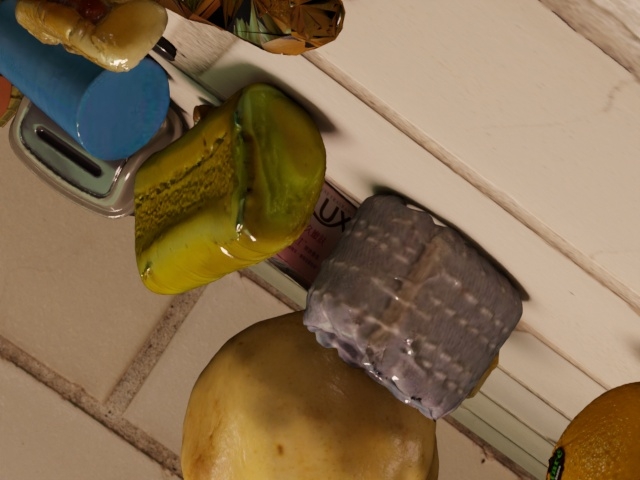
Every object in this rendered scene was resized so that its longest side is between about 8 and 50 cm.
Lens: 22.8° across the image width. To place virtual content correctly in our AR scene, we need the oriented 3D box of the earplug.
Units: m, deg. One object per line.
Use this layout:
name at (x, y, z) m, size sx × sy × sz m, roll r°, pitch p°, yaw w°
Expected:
earplug at (-0.316, -0.214, 1.926) m, size 0.273 × 0.132 × 0.132 m, roll 35°, pitch 175°, yaw 37°

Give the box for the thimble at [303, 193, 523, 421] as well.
thimble at (0.094, 0.073, 1.675) m, size 0.205 × 0.172 × 0.236 m, roll 30°, pitch 171°, yaw 16°

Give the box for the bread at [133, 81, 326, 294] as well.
bread at (-0.097, -0.043, 1.643) m, size 0.112 × 0.166 × 0.383 m, roll 3°, pitch 168°, yaw -24°

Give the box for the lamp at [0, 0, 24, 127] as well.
lamp at (-0.523, -0.274, 2.198) m, size 0.250 × 0.284 × 0.250 m, roll -6°, pitch 179°, yaw 0°

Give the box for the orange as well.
orange at (0.318, 0.249, 1.511) m, size 0.236 × 0.236 × 0.236 m, roll 35°, pitch 174°, yaw 4°

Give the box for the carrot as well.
carrot at (-0.061, -0.178, 1.134) m, size 0.069 × 0.069 × 0.228 m, roll 40°, pitch 173°, yaw -36°

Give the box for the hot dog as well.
hot dog at (-0.239, -0.229, 1.568) m, size 0.073 × 0.084 × 0.242 m, roll 39°, pitch 174°, yaw -36°

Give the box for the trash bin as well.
trash bin at (-0.287, -0.134, 2.136) m, size 0.209 × 0.182 × 0.290 m, roll 34°, pitch 179°, yaw 6°

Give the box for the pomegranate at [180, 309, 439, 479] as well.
pomegranate at (-0.013, 0.229, 1.882) m, size 0.332 × 0.332 × 0.332 m, roll 35°, pitch 174°, yaw 4°

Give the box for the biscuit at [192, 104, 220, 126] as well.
biscuit at (-0.118, -0.078, 1.859) m, size 0.236 × 0.039 × 0.180 m, roll 144°, pitch 113°, yaw -71°

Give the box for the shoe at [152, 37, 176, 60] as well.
shoe at (-0.227, -0.223, 1.705) m, size 0.159 × 0.053 × 0.062 m, roll 30°, pitch 176°, yaw 19°

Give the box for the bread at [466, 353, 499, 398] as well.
bread at (0.132, 0.111, 2.035) m, size 0.236 × 0.106 × 0.140 m, roll 28°, pitch 169°, yaw 48°

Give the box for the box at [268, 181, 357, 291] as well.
box at (0.000, 0.000, 1.887) m, size 0.060 × 0.111 × 0.156 m, roll 18°, pitch 164°, yaw 48°
